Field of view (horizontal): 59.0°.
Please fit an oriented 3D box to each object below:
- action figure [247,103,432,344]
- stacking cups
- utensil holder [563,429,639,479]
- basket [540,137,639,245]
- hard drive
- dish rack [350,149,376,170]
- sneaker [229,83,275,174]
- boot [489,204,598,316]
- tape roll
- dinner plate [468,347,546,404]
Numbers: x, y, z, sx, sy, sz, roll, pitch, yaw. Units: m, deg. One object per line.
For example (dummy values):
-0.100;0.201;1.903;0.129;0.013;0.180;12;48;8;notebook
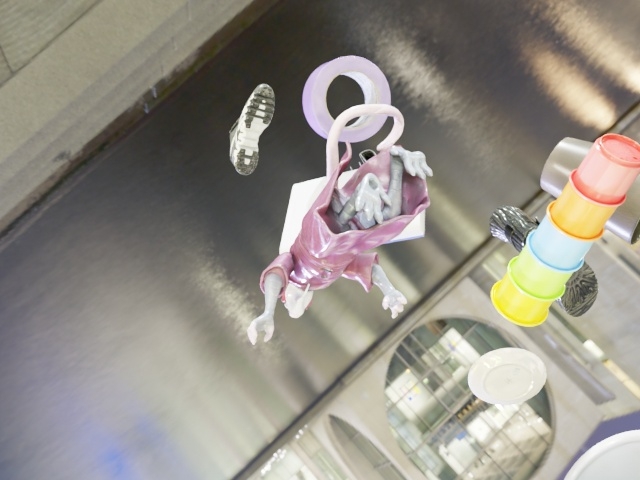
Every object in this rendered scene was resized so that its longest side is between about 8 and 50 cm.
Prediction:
0.000;0.000;0.894;0.248;0.276;0.370;-1;150;-29;action figure
0.341;-0.011;0.804;0.096;0.096;0.316;-33;148;-36;stacking cups
0.840;0.727;1.382;0.327;0.385;0.327;-40;-179;1;utensil holder
0.611;-0.123;1.220;0.204;0.226;0.154;-49;144;-12;basket
0.072;-0.072;1.249;0.318;0.210;0.040;-11;139;24;hard drive
0.092;-0.149;1.791;0.271;0.208;0.074;-29;136;2;dish rack
-0.189;-0.295;1.469;0.078;0.106;0.234;9;106;-35;sneaker
0.672;0.052;1.709;0.131;0.348;0.260;-37;-155;-2;boot
0.059;-0.320;1.295;0.189;0.189;0.080;-42;-160;-7;tape roll
0.345;0.257;1.044;0.141;0.141;0.017;-50;-165;25;dinner plate
